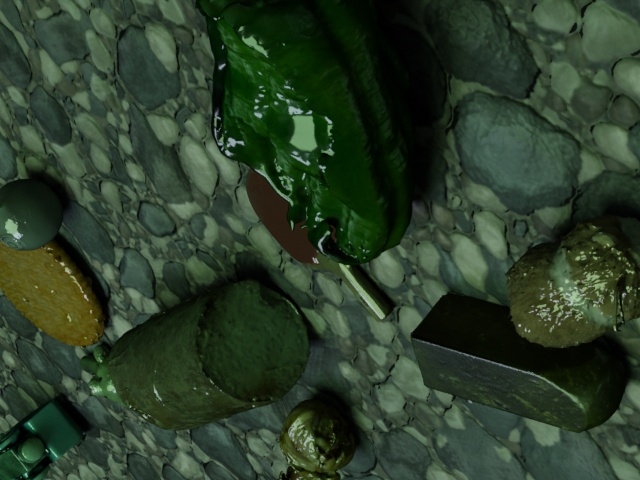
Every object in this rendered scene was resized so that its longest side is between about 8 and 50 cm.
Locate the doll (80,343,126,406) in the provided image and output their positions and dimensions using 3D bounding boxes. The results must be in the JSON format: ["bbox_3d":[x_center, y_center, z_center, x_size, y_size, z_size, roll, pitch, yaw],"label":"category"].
[{"bbox_3d":[-0.337,0.220,2.021,0.150,0.077,0.115,-2,114,60],"label":"doll"}]

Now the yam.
[{"bbox_3d":[-0.157,0.158,1.691,0.168,0.168,0.304,51,143,-9],"label":"yam"}]

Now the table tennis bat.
[{"bbox_3d":[0.000,0.000,1.487,0.234,0.022,0.131,48,145,-2],"label":"table tennis bat"}]

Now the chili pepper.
[{"bbox_3d":[0.000,-0.139,1.228,0.213,0.167,0.385,41,160,34],"label":"chili pepper"}]

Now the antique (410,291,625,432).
[{"bbox_3d":[0.210,0.128,1.348,0.221,0.081,0.080,13,136,37],"label":"antique"}]

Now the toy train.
[{"bbox_3d":[-0.515,0.366,2.265,0.112,0.163,0.203,53,144,-7],"label":"toy train"}]

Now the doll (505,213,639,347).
[{"bbox_3d":[0.236,0.045,1.221,0.105,0.115,0.221,42,153,-12],"label":"doll"}]

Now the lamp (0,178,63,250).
[{"bbox_3d":[-0.415,-0.036,1.805,0.105,0.105,0.105,27,142,24],"label":"lamp"}]

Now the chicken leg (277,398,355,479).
[{"bbox_3d":[-0.009,0.294,1.739,0.103,0.088,0.228,19,139,8],"label":"chicken leg"}]

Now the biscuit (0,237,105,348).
[{"bbox_3d":[-0.427,0.063,1.978,0.254,0.035,0.254,29,143,24],"label":"biscuit"}]
